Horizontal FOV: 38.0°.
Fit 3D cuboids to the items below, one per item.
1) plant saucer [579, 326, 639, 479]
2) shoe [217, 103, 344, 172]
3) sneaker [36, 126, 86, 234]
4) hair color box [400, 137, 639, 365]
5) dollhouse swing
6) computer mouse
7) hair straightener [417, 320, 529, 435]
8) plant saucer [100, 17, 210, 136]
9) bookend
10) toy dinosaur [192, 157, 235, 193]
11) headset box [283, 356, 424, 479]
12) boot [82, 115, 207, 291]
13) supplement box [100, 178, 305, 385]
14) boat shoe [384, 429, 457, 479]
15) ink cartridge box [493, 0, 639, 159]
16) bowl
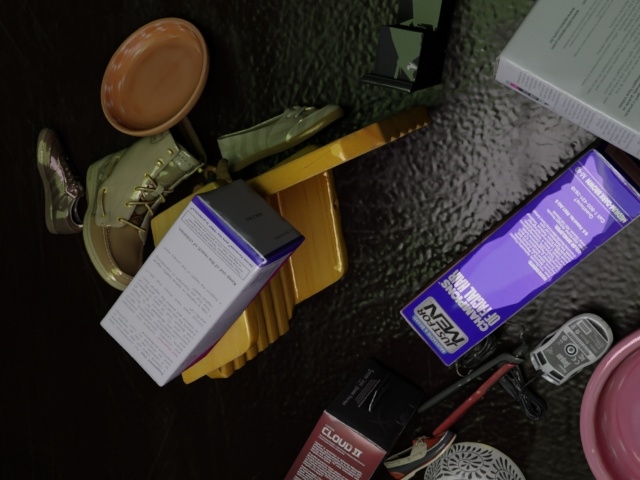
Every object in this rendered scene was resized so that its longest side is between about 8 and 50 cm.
[{"bbox_3d":[0.527,0.251,1.266,0.332,0.084,0.332,5,104,22],"label":"plant saucer"},{"bbox_3d":[-0.065,-0.165,1.409,0.219,0.076,0.058,-21,101,28],"label":"shoe"},{"bbox_3d":[-0.437,-0.103,1.597,0.071,0.066,0.188,0,109,5],"label":"sneaker"},{"bbox_3d":[0.279,0.009,1.251,0.110,0.185,0.339,48,115,5],"label":"hair color box"},{"bbox_3d":[0.000,0.000,1.275,0.305,0.347,0.315,-6,101,23],"label":"dollhouse swing"},{"bbox_3d":[0.346,0.171,1.346,0.106,0.042,0.193,51,121,9],"label":"computer mouse"},{"bbox_3d":[0.219,0.191,1.377,0.089,0.047,0.230,52,124,20],"label":"hair straightener"},{"bbox_3d":[-0.252,-0.250,1.446,0.200,0.037,0.200,-10,66,25],"label":"plant saucer"},{"bbox_3d":[0.123,-0.287,1.256,0.072,0.157,0.156,15,109,18],"label":"bookend"},{"bbox_3d":[-0.148,-0.083,1.455,0.112,0.064,0.211,26,148,30],"label":"toy dinosaur"},{"bbox_3d":[0.036,0.328,1.414,0.110,0.218,0.293,33,114,10],"label":"headset box"},{"bbox_3d":[-0.270,-0.067,1.459,0.203,0.095,0.262,-31,48,23],"label":"boot"},{"bbox_3d":[-0.139,0.049,1.089,0.114,0.111,0.220,43,115,8],"label":"supplement box"},{"bbox_3d":[0.156,0.332,1.461,0.043,0.049,0.137,50,120,6],"label":"boat shoe"},{"bbox_3d":[0.429,-0.247,1.098,0.330,0.071,0.324,33,78,12],"label":"ink cartridge box"},{"bbox_3d":[0.231,0.404,1.429,0.170,0.080,0.170,5,105,20],"label":"bowl"}]
